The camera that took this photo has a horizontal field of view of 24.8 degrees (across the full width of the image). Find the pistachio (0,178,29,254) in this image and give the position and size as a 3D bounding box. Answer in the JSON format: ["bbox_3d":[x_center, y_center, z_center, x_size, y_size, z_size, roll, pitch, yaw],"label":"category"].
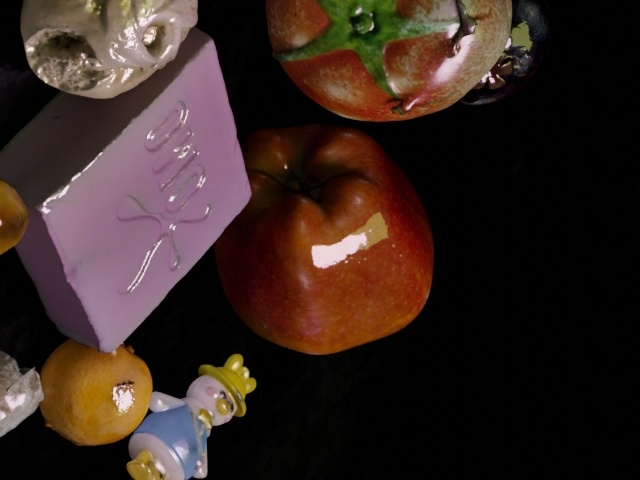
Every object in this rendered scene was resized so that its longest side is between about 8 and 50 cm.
[{"bbox_3d":[-0.367,-0.023,1.372,0.189,0.100,0.110,-17,108,-47],"label":"pistachio"}]

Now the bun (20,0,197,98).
[{"bbox_3d":[-0.203,-0.229,1.445,0.193,0.128,0.178,-52,155,-19],"label":"bun"}]

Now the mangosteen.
[{"bbox_3d":[0.235,-0.315,2.144,0.243,0.243,0.243,-45,150,-35],"label":"mangosteen"}]

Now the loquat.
[{"bbox_3d":[-0.268,0.176,1.720,0.141,0.141,0.141,-45,150,-35],"label":"loquat"}]

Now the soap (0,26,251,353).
[{"bbox_3d":[-0.217,-0.061,1.618,0.285,0.107,0.296,-49,152,-23],"label":"soap"}]

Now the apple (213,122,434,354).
[{"bbox_3d":[0.000,0.000,1.905,0.288,0.288,0.317,-52,146,-23],"label":"apple"}]

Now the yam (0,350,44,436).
[{"bbox_3d":[-0.405,0.198,1.521,0.259,0.093,0.093,-34,143,-47],"label":"yam"}]

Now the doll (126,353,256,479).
[{"bbox_3d":[-0.180,0.252,2.016,0.241,0.135,0.099,-45,178,-31],"label":"doll"}]

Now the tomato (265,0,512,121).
[{"bbox_3d":[0.086,-0.302,1.802,0.239,0.303,0.303,-53,159,-58],"label":"tomato"}]

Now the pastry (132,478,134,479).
[{"bbox_3d":[-0.272,0.403,2.001,0.153,0.081,0.153,-48,156,-30],"label":"pastry"}]
